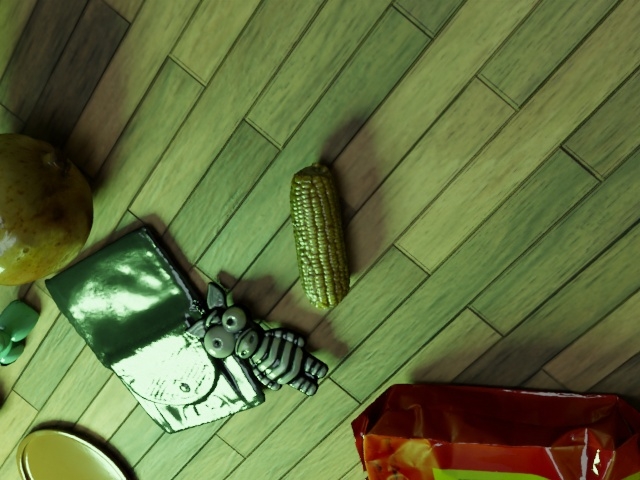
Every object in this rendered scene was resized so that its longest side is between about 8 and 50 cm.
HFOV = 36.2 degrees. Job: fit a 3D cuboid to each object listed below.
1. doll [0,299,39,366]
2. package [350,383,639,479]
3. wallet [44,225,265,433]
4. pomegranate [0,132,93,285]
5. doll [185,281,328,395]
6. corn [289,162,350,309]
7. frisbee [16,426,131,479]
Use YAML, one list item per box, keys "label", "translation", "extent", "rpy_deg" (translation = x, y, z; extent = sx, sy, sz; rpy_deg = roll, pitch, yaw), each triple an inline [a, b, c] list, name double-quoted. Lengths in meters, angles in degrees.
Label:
- label: "doll"
  translation: [-0.513, 0.169, 1.541]
  extent: [0.059, 0.158, 0.159]
  rpy_deg: [37, 133, -2]
- label: "package"
  translation: [0.253, 0.302, 1.281]
  extent: [0.423, 0.123, 0.196]
  rpy_deg: [-1, 120, 25]
- label: "wallet"
  translation: [-0.253, 0.151, 1.484]
  extent: [0.247, 0.041, 0.323]
  rpy_deg: [-26, 103, 33]
- label: "pomegranate"
  translation: [-0.412, -0.044, 1.344]
  extent: [0.215, 0.215, 0.215]
  rpy_deg: [12, 122, 19]
- label: "doll"
  translation: [-0.093, 0.146, 1.384]
  extent: [0.219, 0.067, 0.091]
  rpy_deg: [30, 99, 6]
- label: "corn"
  translation: [0.000, 0.000, 1.256]
  extent: [0.068, 0.068, 0.207]
  rpy_deg: [6, 120, 22]
- label: "frisbee"
  translation: [-0.433, 0.432, 1.743]
  extent: [0.250, 0.021, 0.251]
  rpy_deg: [11, 121, 19]
